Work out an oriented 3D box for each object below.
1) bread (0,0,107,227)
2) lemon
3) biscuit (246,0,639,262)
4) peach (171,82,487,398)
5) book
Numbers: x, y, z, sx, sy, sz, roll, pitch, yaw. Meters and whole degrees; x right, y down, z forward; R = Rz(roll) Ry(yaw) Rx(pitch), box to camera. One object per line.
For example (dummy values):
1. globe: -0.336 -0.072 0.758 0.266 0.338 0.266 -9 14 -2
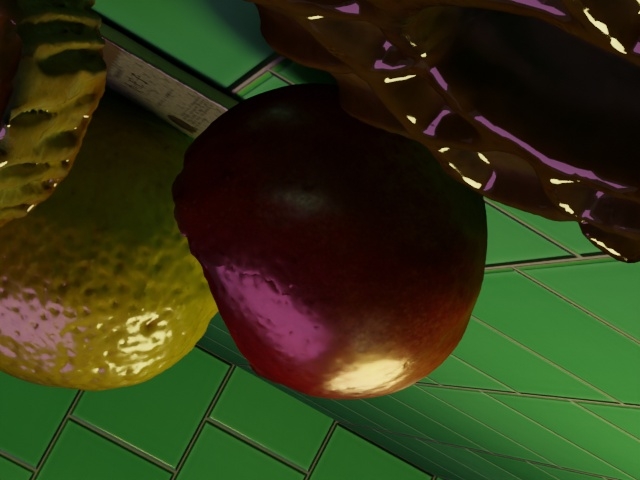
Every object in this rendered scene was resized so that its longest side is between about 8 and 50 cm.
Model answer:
1. bread: -0.261 -0.119 0.909 0.253 0.227 0.142 21 -167 9
2. lemon: -0.205 -0.001 1.251 0.267 0.267 0.267 27 170 5
3. biscuit: 0.097 -0.081 0.493 0.332 0.103 0.332 26 169 5
4. peach: 0.000 0.000 0.903 0.192 0.190 0.190 14 172 -10
5. book: -0.149 -0.131 1.116 0.199 0.016 0.138 30 169 -11
